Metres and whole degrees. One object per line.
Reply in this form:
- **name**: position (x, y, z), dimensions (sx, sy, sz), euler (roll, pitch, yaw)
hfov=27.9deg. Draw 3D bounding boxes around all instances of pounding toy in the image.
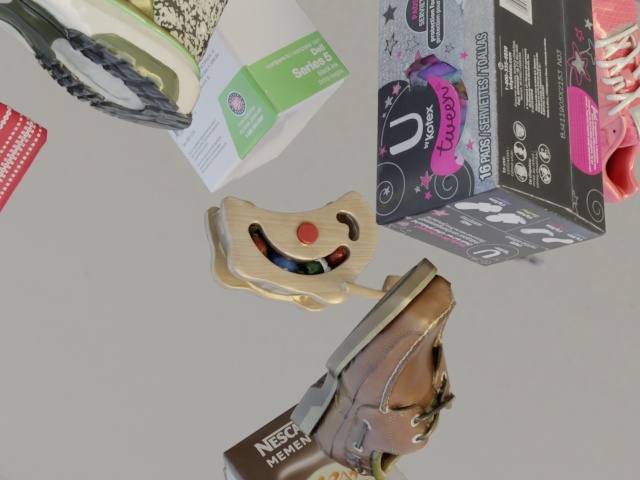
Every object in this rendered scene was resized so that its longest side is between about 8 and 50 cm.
- **pounding toy**: position (0.000, 0.000, 1.616), dimensions (0.270, 0.154, 0.155), euler (17, 162, -20)

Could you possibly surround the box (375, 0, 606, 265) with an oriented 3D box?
- **box**: position (0.148, -0.122, 1.165), dimensions (0.163, 0.247, 0.142), euler (20, 152, -41)

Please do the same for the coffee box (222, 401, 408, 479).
- **coffee box**: position (0.024, 0.290, 1.317), dimensions (0.246, 0.141, 0.098), euler (47, 157, 29)

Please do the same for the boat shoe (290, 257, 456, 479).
- **boat shoe**: position (0.066, 0.114, 1.061), dimensions (0.104, 0.111, 0.307), euler (44, 156, 10)

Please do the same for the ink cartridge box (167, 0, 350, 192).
- **ink cartridge box**: position (-0.123, -0.221, 1.403), dimensions (0.273, 0.115, 0.198), euler (55, 145, 4)

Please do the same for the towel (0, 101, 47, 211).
- **towel**: position (-0.405, -0.077, 1.195), dimensions (0.031, 0.199, 0.275), euler (37, -175, 41)

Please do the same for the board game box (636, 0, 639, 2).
- **board game box**: position (-0.034, -0.213, 0.400), dimensions (0.347, 0.208, 0.056), euler (20, 142, -14)

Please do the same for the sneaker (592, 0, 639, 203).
- **sneaker**: position (0.325, -0.174, 1.426), dimensions (0.136, 0.116, 0.313), euler (48, 154, 41)

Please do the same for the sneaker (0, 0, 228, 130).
- **sneaker**: position (-0.241, -0.280, 1.143), dimensions (0.410, 0.182, 0.158), euler (43, 152, -29)
